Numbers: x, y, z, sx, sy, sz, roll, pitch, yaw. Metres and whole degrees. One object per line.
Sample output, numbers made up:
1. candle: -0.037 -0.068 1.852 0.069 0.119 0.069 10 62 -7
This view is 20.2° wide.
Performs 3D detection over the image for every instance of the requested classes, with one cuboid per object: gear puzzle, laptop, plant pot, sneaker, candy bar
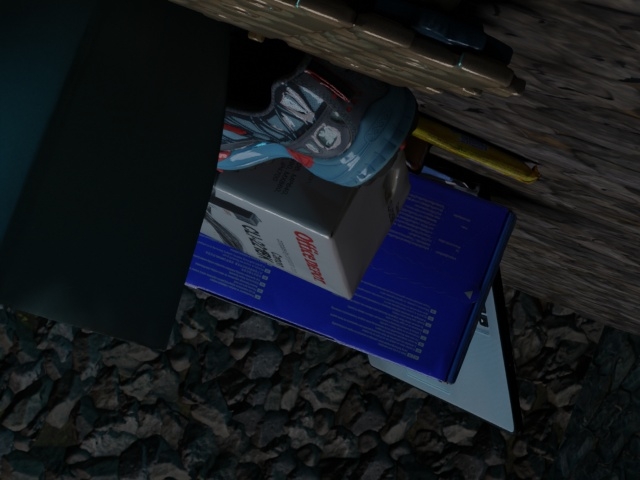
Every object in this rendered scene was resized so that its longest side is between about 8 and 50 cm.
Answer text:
1. gear puzzle: -0.001 -0.127 0.963 0.175 0.044 0.339 19 -178 -11
2. laptop: 0.000 0.000 1.885 0.236 0.408 0.382 -14 -168 -19
3. plant pot: -0.166 -0.076 1.146 0.165 0.234 0.165 19 179 38
4. sneaker: -0.047 -0.117 1.244 0.125 0.104 0.262 40 162 -35
5. candy bar: 0.108 -0.080 1.448 0.161 0.018 0.040 21 -178 -23

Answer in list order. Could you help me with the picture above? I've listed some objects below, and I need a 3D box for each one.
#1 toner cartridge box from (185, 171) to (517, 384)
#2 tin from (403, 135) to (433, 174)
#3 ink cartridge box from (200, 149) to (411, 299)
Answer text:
1. toner cartridge box: -0.015 -0.008 1.603 0.347 0.165 0.075 21 180 9
2. tin: 0.044 -0.093 1.560 0.106 0.040 0.189 16 178 6
3. ink cartridge box: -0.076 -0.074 1.453 0.272 0.114 0.197 23 168 12
